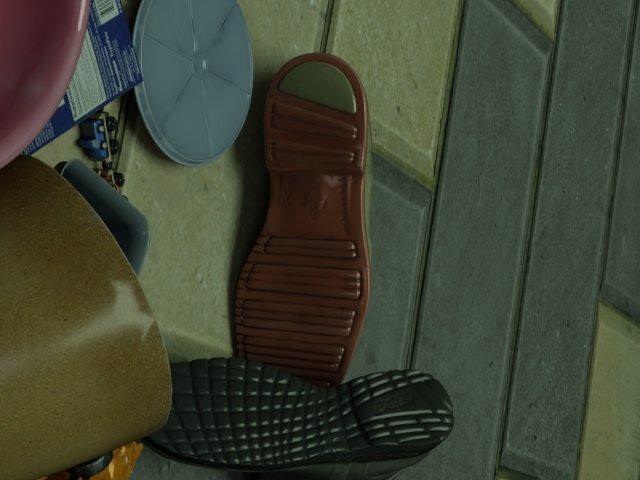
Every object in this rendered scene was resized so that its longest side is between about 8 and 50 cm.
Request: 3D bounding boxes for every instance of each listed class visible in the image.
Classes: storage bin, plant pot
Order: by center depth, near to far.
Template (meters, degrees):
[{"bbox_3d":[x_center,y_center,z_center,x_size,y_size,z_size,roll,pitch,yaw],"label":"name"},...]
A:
[{"bbox_3d":[-0.279,0.095,1.101,0.254,0.237,0.237,-29,119,-29],"label":"plant pot"},{"bbox_3d":[-0.221,-0.014,1.302,0.135,0.091,0.098,46,53,-52],"label":"storage bin"}]

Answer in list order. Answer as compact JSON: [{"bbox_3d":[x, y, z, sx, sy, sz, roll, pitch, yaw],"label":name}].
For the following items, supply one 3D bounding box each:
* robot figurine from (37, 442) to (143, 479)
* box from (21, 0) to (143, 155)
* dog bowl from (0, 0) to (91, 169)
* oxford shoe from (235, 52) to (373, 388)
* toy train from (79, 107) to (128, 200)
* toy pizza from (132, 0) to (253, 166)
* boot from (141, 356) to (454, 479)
[{"bbox_3d":[-0.258,0.227,1.265,0.291,0.085,0.211,-57,138,-42],"label":"robot figurine"},{"bbox_3d":[-0.244,-0.154,1.305,0.225,0.036,0.136,-44,129,-49],"label":"box"},{"bbox_3d":[-0.320,-0.196,1.028,0.408,0.150,0.408,-2,93,-55],"label":"dog bowl"},{"bbox_3d":[0.000,0.000,1.646,0.146,0.140,0.397,-28,128,-79],"label":"oxford shoe"},{"bbox_3d":[-0.198,-0.046,1.405,0.036,0.027,0.158,-22,112,-46],"label":"toy train"},{"bbox_3d":[-0.131,-0.173,1.504,0.201,0.032,0.201,-4,94,-59],"label":"toy pizza"},{"bbox_3d":[-0.047,0.225,1.564,0.223,0.338,0.118,121,-30,-51],"label":"boot"}]
